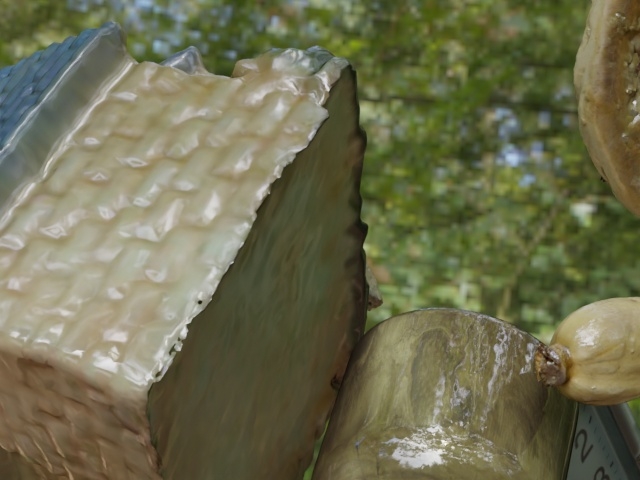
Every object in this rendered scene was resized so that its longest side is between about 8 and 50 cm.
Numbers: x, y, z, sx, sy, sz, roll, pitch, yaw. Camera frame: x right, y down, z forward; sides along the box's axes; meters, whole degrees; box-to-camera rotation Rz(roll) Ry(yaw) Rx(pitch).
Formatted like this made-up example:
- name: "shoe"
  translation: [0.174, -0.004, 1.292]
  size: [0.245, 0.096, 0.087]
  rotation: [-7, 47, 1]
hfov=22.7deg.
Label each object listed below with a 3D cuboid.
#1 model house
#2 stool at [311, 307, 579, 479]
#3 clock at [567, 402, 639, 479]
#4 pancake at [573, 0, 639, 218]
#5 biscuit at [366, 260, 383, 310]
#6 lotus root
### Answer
- name: "model house"
  translation: [-0.203, 0.045, 1.430]
  size: [0.400, 0.395, 0.445]
  rotation: [16, -34, 17]
- name: "stool"
  translation: [0.074, 0.198, 1.099]
  size: [0.179, 0.264, 0.179]
  rotation: [10, -45, 11]
- name: "clock"
  translation: [0.195, 0.269, 1.340]
  size: [0.049, 0.273, 0.279]
  rotation: [10, -39, 42]
- name: "pancake"
  translation: [0.393, -0.167, 1.416]
  size: [0.356, 0.356, 0.065]
  rotation: [6, 9, 0]
- name: "biscuit"
  translation: [-0.002, -0.003, 1.684]
  size: [0.032, 0.133, 0.250]
  rotation: [-23, -19, 18]
- name: "lotus root"
  translation: [0.200, 0.076, 1.088]
  size: [0.150, 0.073, 0.062]
  rotation: [-7, 27, -30]
